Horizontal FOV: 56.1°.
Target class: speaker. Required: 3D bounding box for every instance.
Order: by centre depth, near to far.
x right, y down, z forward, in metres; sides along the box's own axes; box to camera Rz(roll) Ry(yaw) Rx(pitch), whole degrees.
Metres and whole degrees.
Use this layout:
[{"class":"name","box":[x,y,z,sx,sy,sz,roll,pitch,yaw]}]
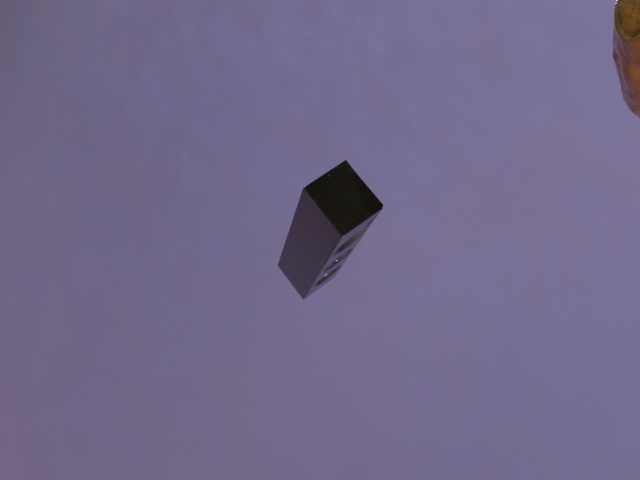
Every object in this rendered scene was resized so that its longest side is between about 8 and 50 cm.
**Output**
[{"class":"speaker","box":[0.000,0.000,0.491,0.040,0.191,0.046,-36,-99,-18]}]

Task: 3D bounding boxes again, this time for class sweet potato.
[{"class":"sweet potato","box":[0.415,-0.228,0.756,0.097,0.252,0.097,-10,-118,20]}]
